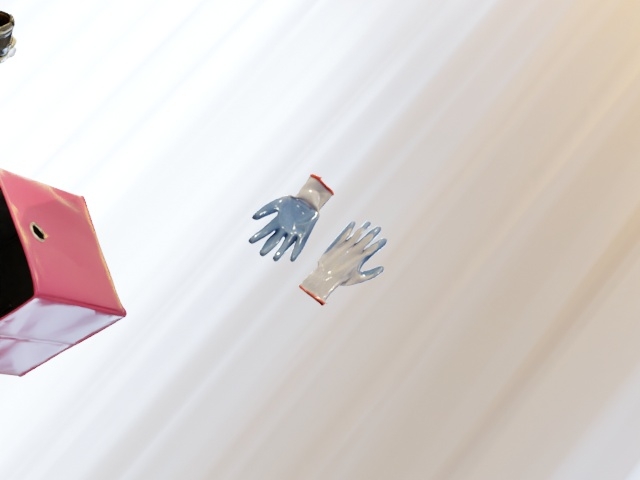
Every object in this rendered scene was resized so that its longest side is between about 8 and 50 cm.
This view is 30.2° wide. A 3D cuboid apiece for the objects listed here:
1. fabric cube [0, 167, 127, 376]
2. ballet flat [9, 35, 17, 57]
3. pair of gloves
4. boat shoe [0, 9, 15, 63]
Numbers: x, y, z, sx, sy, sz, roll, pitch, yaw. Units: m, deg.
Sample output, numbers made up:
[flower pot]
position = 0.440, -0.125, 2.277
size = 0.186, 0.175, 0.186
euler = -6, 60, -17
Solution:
[fabric cube]
position = -0.528, 0.061, 2.002
size = 0.258, 0.259, 0.254
euler = 23, 40, -63
[ballet flat]
position = -0.528, -0.319, 1.956
size = 0.052, 0.057, 0.168
euler = 50, -11, -12
[pair of gloves]
position = 0.000, 0.000, 1.737
size = 0.198, 0.159, 0.023
euler = 40, -22, 9
[boat shoe]
position = -0.569, -0.317, 1.751
size = 0.079, 0.233, 0.084
euler = -53, -134, 46
